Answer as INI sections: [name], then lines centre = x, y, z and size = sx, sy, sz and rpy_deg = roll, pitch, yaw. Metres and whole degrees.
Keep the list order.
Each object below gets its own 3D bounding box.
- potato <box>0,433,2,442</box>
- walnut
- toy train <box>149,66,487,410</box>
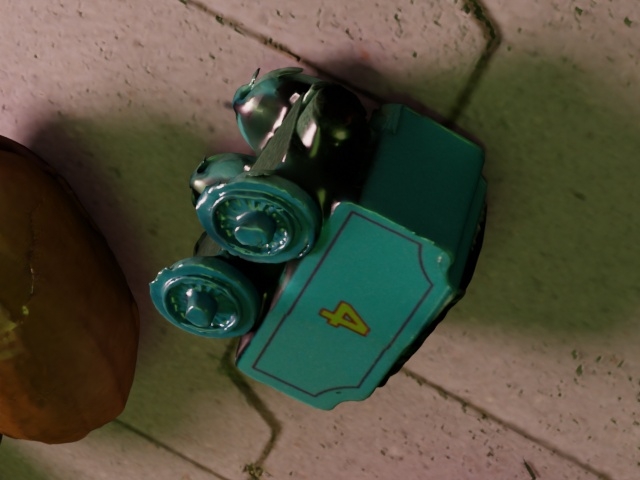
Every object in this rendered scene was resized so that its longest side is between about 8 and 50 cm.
[potato]
centre = -0.258, 0.077, 1.182
size = 0.081, 0.164, 0.200
rpy_deg = -19, 130, 7
[walnut]
centre = -0.184, 0.029, 1.108
size = 0.137, 0.137, 0.245
rpy_deg = 3, 133, 25
[toy train]
centre = 0.000, 0.000, 1.004
size = 0.154, 0.107, 0.198
rpy_deg = 27, 137, -8
